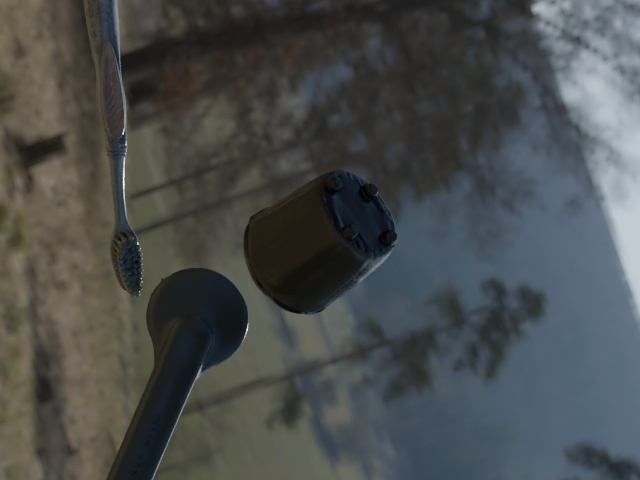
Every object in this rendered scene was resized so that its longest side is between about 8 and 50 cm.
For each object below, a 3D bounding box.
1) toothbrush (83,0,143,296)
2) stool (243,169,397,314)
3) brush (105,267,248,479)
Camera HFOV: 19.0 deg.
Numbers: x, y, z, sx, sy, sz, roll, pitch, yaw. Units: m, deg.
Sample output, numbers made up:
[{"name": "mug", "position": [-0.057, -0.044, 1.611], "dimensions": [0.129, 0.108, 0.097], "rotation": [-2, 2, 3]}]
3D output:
[{"name": "toothbrush", "position": [-0.181, -0.126, 1.651], "dimensions": [0.037, 0.028, 0.375], "rotation": [-133, -143, -63]}, {"name": "stool", "position": [0.000, 0.000, 1.513], "dimensions": [0.096, 0.110, 0.096], "rotation": [28, 45, -32]}, {"name": "brush", "position": [-0.114, 0.140, 1.126], "dimensions": [0.266, 0.062, 0.027], "rotation": [-67, -170, -13]}]
